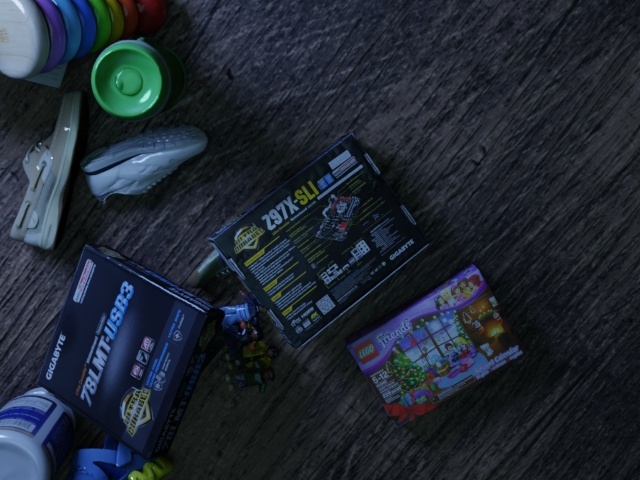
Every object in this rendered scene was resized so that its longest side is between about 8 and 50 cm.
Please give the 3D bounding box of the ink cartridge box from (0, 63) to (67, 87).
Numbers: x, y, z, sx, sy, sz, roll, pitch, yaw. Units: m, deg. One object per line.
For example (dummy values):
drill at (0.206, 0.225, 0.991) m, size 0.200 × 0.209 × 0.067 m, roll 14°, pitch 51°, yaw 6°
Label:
ink cartridge box at (-0.486, -0.453, 1.461) m, size 0.119 × 0.207 × 0.354 m, roll 27°, pitch 102°, yaw 30°

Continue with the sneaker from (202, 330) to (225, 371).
sneaker at (-0.277, 0.204, 1.681) m, size 0.227 × 0.087 × 0.130 m, roll -50°, pitch 60°, yaw 32°

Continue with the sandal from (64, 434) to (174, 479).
sandal at (-0.426, 0.450, 1.645) m, size 0.126 × 0.317 × 0.138 m, roll -40°, pitch 80°, yaw 34°

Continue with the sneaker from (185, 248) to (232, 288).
sneaker at (-0.159, 0.035, 1.654) m, size 0.086 × 0.064 × 0.192 m, roll 42°, pitch 94°, yaw -5°

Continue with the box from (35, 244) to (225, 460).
box at (-0.353, 0.197, 1.613) m, size 0.293 × 0.073 × 0.296 m, roll 27°, pitch 100°, yaw 22°

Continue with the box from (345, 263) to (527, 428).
box at (0.222, 0.206, 1.709) m, size 0.293 × 0.057 × 0.201 m, roll -31°, pitch 100°, yaw 4°

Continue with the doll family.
doll family at (-0.134, 0.193, 1.683) m, size 0.111 × 0.076 × 0.193 m, roll -14°, pitch 103°, yaw 13°

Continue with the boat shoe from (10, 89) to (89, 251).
boat shoe at (-0.489, -0.130, 1.590) m, size 0.098 × 0.109 × 0.302 m, roll 16°, pitch 106°, yaw -7°

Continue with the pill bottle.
pill bottle at (-0.535, 0.370, 1.607) m, size 0.153 × 0.265 × 0.153 m, roll 0°, pitch 101°, yaw -1°

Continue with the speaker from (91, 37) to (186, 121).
speaker at (-0.295, -0.267, 1.469) m, size 0.131 × 0.296 × 0.131 m, roll 0°, pitch 102°, yaw -2°

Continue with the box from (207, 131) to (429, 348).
box at (0.000, 0.000, 1.616) m, size 0.322 × 0.079 × 0.257 m, roll -39°, pitch 99°, yaw -8°

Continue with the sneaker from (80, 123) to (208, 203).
sneaker at (-0.313, -0.141, 1.614) m, size 0.235 × 0.090 × 0.095 m, roll -16°, pitch 119°, yaw 2°

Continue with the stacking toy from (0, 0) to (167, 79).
stacking toy at (-0.386, -0.364, 1.458) m, size 0.141 × 0.330 × 0.141 m, roll 14°, pitch 117°, yaw 30°
